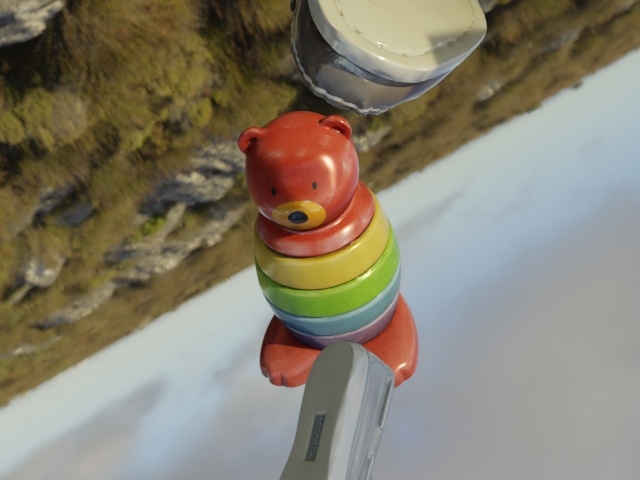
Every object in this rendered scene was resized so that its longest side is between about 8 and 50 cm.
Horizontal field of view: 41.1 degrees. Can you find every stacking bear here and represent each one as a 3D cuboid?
[{"bbox_3d":[0.000,0.000,0.868,0.175,0.289,0.164,-2,-135,13],"label":"stacking bear"}]

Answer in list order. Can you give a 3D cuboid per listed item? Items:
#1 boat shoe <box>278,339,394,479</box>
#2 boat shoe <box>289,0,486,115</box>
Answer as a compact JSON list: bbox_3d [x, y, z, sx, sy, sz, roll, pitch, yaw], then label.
[{"bbox_3d":[0.010,0.163,0.586,0.066,0.063,0.184,-19,-129,48],"label":"boat shoe"},{"bbox_3d":[0.034,-0.156,0.563,0.097,0.116,0.324,-51,-165,33],"label":"boat shoe"}]
